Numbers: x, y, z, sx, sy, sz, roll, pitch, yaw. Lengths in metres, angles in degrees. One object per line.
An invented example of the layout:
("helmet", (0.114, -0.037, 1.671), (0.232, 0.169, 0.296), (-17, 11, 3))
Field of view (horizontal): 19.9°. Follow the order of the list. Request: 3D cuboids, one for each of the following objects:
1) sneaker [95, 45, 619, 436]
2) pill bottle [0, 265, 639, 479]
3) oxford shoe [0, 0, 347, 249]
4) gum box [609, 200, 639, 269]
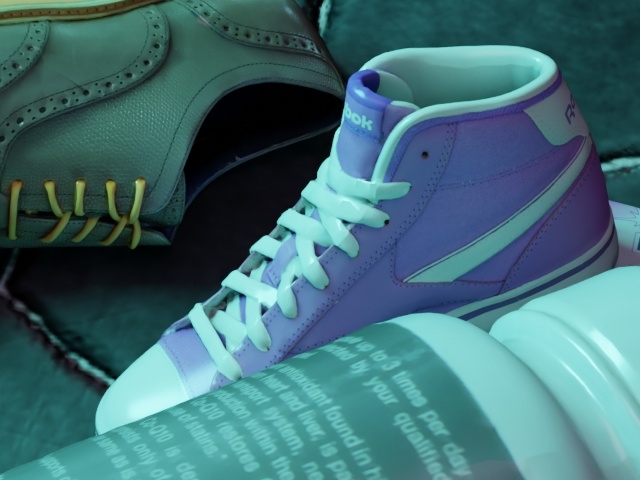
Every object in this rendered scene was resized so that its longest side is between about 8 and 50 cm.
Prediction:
("sneaker", (0.000, -0.001, 0.870), (0.282, 0.161, 0.102), (-30, 42, -8))
("pill bottle", (0.000, 0.149, 0.716), (0.361, 0.204, 0.204), (-22, 54, -16))
("oxford shoe", (-0.142, -0.050, 0.953), (0.364, 0.130, 0.133), (-29, 66, -28))
("gum box", (0.152, 0.070, 0.924), (0.107, 0.062, 0.188), (15, 48, 6))
